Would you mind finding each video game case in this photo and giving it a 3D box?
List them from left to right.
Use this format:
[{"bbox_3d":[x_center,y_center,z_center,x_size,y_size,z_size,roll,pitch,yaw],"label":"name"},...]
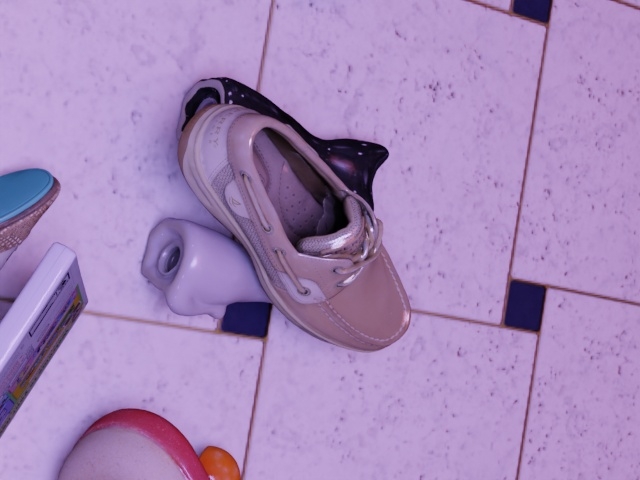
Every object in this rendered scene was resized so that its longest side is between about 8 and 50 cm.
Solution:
[{"bbox_3d":[-0.254,0.113,1.044,0.023,0.193,0.212,31,75,1],"label":"video game case"}]

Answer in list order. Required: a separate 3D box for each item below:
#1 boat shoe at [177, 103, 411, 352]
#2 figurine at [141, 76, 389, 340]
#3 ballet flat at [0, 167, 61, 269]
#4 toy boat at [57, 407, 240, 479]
[{"bbox_3d":[0.000,0.000,1.144,0.109,0.098,0.302,-54,126,-22],"label":"boat shoe"},{"bbox_3d":[-0.040,-0.018,1.221,0.209,0.092,0.214,17,84,-33],"label":"figurine"},{"bbox_3d":[-0.305,0.009,1.088,0.206,0.073,0.067,-27,131,-23],"label":"ballet flat"},{"bbox_3d":[-0.121,0.239,1.166,0.231,0.151,0.151,58,36,-19],"label":"toy boat"}]
